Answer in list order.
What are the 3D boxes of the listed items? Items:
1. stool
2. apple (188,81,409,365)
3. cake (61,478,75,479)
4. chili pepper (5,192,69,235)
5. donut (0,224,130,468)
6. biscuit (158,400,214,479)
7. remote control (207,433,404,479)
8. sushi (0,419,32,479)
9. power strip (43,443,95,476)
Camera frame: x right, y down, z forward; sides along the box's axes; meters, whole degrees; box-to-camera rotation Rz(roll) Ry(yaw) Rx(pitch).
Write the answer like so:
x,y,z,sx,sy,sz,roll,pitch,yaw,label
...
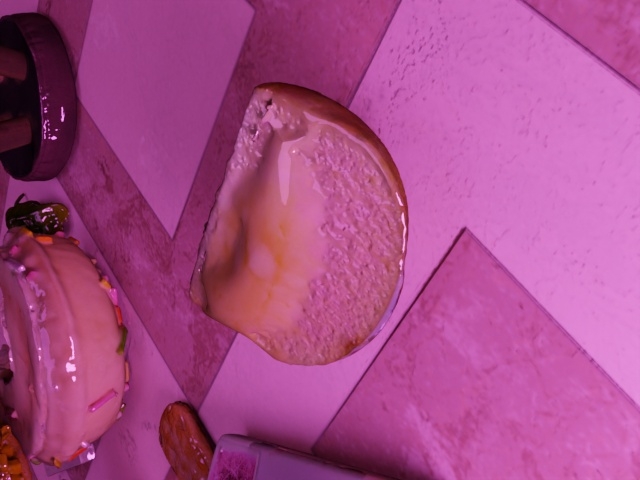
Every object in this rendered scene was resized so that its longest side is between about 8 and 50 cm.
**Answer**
x,y,z,sx,sy,sz,roll,pitch,yaw,label
-0.516,-0.221,1.116,0.272,0.178,0.272,12,106,45,stool
0.000,0.000,0.634,0.193,0.120,0.265,40,130,20,apple
-0.365,0.501,1.095,0.179,0.156,0.260,1,120,47,cake
-0.495,-0.034,1.221,0.204,0.073,0.072,6,116,49,chili pepper
-0.410,0.177,1.105,0.307,0.150,0.371,49,132,31,donut
-0.152,0.324,0.937,0.247,0.029,0.118,52,133,27,biscuit
-0.010,0.292,0.725,0.344,0.050,0.145,-2,74,49,remote control
-0.536,0.313,1.063,0.296,0.167,0.179,51,163,33,sushi
-0.460,0.384,1.299,0.253,0.027,0.060,-32,74,47,power strip
